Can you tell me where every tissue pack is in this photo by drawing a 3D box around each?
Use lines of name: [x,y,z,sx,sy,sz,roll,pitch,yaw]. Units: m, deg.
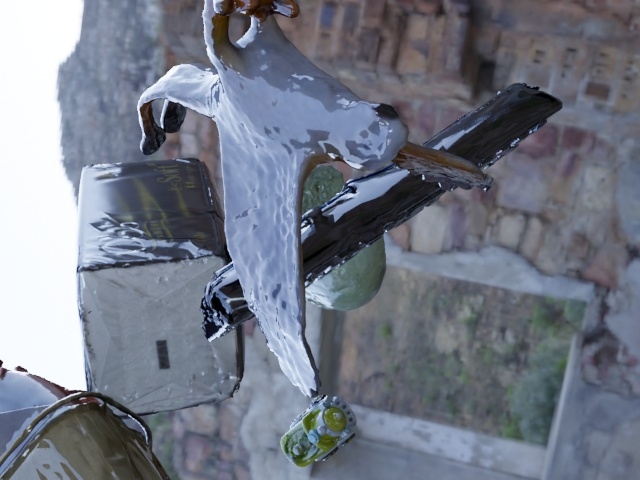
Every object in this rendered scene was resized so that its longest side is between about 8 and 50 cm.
tissue pack: [-0.205,0.047,1.302,0.370,0.198,0.210,-117,27,-65]

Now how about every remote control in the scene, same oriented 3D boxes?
remote control: [0.053,-0.034,0.983,0.399,0.062,0.144,-33,-3,-20]

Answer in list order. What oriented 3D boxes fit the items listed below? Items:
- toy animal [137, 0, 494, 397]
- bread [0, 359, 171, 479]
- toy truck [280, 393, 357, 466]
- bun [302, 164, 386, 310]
toy animal: [-0.041,-0.096,0.702,0.225,0.284,0.302,-45,-26,-20]
bread: [-0.197,0.188,0.637,0.224,0.212,0.142,-53,-38,-10]
toy truck: [-0.005,0.261,1.393,0.077,0.076,0.111,-29,-13,-50]
bun: [0.000,0.000,1.397,0.212,0.127,0.203,171,86,-71]
